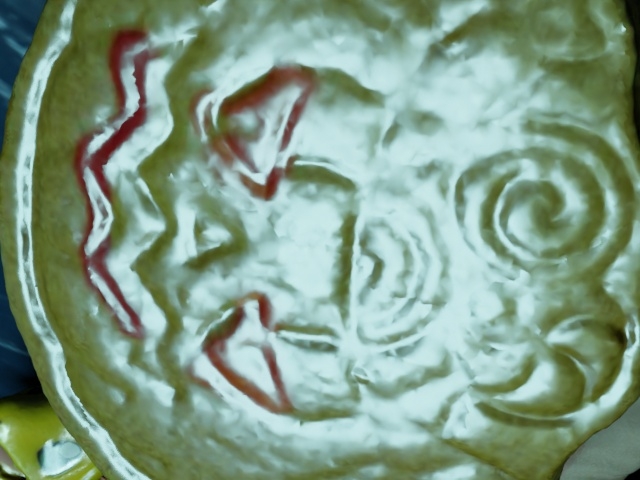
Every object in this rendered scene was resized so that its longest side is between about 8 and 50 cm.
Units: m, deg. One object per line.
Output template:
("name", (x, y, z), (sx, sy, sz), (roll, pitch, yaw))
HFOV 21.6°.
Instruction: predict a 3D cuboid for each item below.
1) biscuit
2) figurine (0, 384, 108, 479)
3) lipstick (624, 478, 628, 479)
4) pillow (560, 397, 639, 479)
("biscuit", (-0.001, 0.001, 0.632), (0.257, 0.049, 0.272), (8, 117, 13))
("figurine", (-0.149, 0.132, 0.902), (0.122, 0.121, 0.176), (11, 139, -36))
("lipstick", (0.222, 0.217, 0.841), (0.300, 0.081, 0.081), (38, 137, -22))
("pillow", (0.031, 0.072, 0.740), (0.223, 0.084, 0.236), (32, 132, -6))
